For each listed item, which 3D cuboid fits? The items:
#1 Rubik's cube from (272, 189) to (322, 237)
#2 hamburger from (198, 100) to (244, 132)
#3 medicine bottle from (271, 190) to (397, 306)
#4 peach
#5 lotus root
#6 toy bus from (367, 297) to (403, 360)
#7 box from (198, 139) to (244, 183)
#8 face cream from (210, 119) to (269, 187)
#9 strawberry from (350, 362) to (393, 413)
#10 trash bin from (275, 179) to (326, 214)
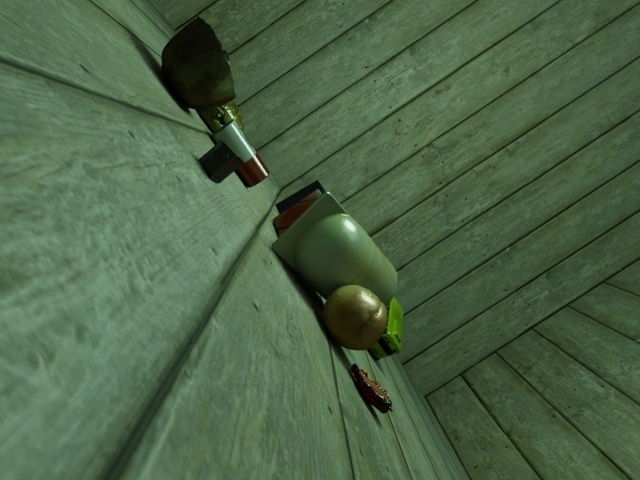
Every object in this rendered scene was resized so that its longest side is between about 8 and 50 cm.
[{"bbox_3d":[-0.019,-0.018,1.780,0.205,0.205,0.207,55,1,-26],"label":"Rubik's cube"},{"bbox_3d":[-0.354,-0.450,1.862,0.189,0.122,0.215,57,4,-19],"label":"hamburger"},{"bbox_3d":[0.045,0.048,1.538,0.406,0.236,0.235,47,8,-42],"label":"medicine bottle"},{"bbox_3d":[0.094,0.213,1.408,0.184,0.184,0.184,56,2,-4],"label":"peach"},{"bbox_3d":[-0.371,-0.503,1.537,0.272,0.192,0.272,51,-10,12],"label":"lotus root"},{"bbox_3d":[0.273,0.371,2.200,0.128,0.150,0.262,57,26,-25],"label":"toy bus"},{"bbox_3d":[-0.235,-0.187,1.217,0.063,0.085,0.060,51,2,12],"label":"box"},{"bbox_3d":[-0.268,-0.290,1.733,0.214,0.096,0.096,56,3,-21],"label":"face cream"},{"bbox_3d":[0.124,0.377,1.298,0.152,0.048,0.104,41,0,35],"label":"strawberry"},{"bbox_3d":[-0.070,-0.156,2.325,0.115,0.225,0.165,56,2,-29],"label":"trash bin"}]
